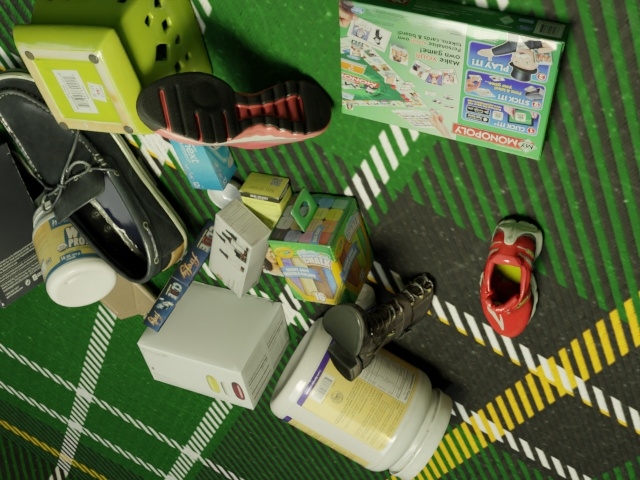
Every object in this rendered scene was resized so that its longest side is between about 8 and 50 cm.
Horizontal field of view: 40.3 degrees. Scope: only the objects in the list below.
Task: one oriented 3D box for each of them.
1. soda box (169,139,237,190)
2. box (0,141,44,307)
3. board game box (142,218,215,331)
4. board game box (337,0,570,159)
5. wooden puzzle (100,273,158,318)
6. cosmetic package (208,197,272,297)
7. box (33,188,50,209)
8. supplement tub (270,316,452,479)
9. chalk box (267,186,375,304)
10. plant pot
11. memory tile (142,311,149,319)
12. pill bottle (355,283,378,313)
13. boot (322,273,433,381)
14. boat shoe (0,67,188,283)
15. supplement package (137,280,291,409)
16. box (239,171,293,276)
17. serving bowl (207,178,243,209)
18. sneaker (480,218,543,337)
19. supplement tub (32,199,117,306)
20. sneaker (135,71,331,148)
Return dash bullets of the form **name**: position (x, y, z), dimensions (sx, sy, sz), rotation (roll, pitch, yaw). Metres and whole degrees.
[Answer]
- **soda box**: position (-0.222, -0.186, 1.564), dimensions (0.071, 0.067, 0.210), rotation (8, 142, 25)
- **box**: position (-0.789, -0.038, 1.927), dimensions (0.343, 0.179, 0.313), rotation (2, 120, 39)
- **board game box**: position (-0.291, 0.077, 1.845), dimensions (0.042, 0.165, 0.243), rotation (33, 144, -7)
- **board game box**: position (0.181, -0.243, 1.263), dimensions (0.317, 0.046, 0.214), rotation (16, 143, 16)
- **wooden puzzle**: position (-0.503, 0.097, 2.110), dimensions (0.238, 0.044, 0.221), rotation (-14, 126, 48)
- **cosmetic package**: position (-0.161, 0.020, 1.702), dimensions (0.099, 0.060, 0.239), rotation (44, 154, 12)
- **box**: position (-0.607, -0.044, 1.979), dimensions (0.126, 0.072, 0.137), rotation (42, 141, -17)
- **supplement tub**: position (0.086, 0.337, 1.850), dimensions (0.331, 0.241, 0.241), rotation (31, 143, -4)
- **chalk box**: position (0.000, 0.000, 1.595), dimensions (0.132, 0.132, 0.213), rotation (7, 140, 27)
- **plant pot**: position (-0.337, -0.299, 1.393), dimensions (0.227, 0.207, 0.228), rotation (8, 140, 24)
- **memory tile**: position (-0.390, 0.194, 2.173), dimensions (0.148, 0.012, 0.113), rotation (-9, 130, 39)
- **pill bottle**: position (0.087, 0.148, 1.769), dimensions (0.067, 0.067, 0.120), rotation (9, 139, 24)
- **boot**: position (0.118, 0.133, 1.613), dimensions (0.091, 0.229, 0.263), rotation (45, 158, 23)
- **boat shoe**: position (-0.458, -0.118, 1.691), dimensions (0.186, 0.156, 0.500), rotation (-27, 111, 33)
- **supplement package**: position (-0.234, 0.226, 1.952), dimensions (0.261, 0.204, 0.145), rotation (12, 140, 21)
- **box**: position (-0.085, -0.024, 1.683), dimensions (0.087, 0.058, 0.232), rotation (11, 139, 23)
- **serving bowl**: position (-0.175, -0.092, 1.684), dimensions (0.083, 0.027, 0.083), rotation (18, 143, 14)
- **sneaker**: position (0.314, 0.086, 1.507), dimensions (0.107, 0.118, 0.279), rotation (12, 141, 21)
- **supplement tub**: position (-0.516, 0.021, 1.816), dimensions (0.144, 0.144, 0.200), rotation (101, 148, -52)
- **sneaker**: position (-0.144, -0.184, 1.391), dimensions (0.313, 0.116, 0.136), rotation (0, 165, -25)
